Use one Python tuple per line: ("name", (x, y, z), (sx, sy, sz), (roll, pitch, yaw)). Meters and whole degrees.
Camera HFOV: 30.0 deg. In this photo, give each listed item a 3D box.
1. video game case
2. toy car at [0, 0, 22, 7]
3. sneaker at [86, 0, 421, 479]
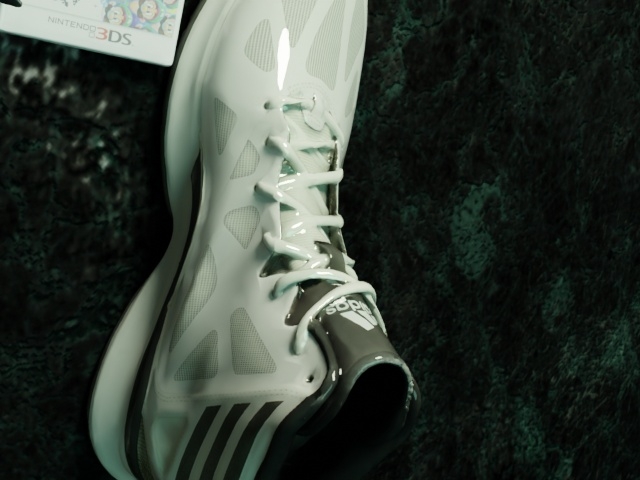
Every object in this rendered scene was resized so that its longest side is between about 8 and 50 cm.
("video game case", (-0.149, -0.209, 0.822), (0.143, 0.019, 0.157), (6, 98, -43))
("toy car", (-0.233, -0.174, 0.635), (0.149, 0.188, 0.155), (-56, 133, -15))
("sneaker", (0.001, 0.001, 0.853), (0.169, 0.257, 0.448), (15, 92, -43))
